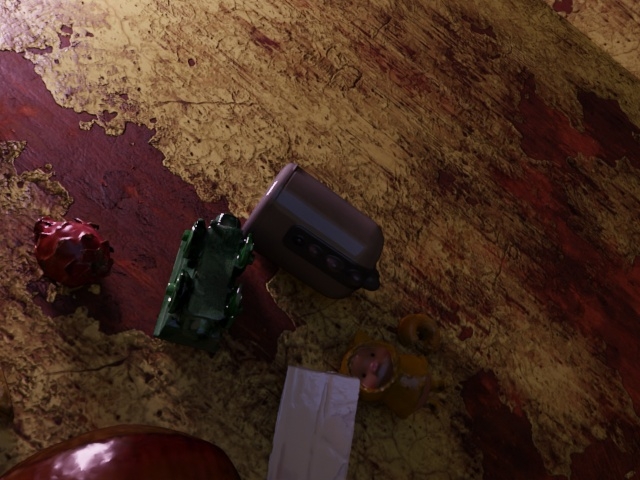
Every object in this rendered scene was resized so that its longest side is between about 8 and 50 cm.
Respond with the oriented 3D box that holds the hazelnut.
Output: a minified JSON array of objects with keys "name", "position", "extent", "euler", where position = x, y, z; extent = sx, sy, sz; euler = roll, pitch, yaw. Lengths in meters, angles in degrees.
[{"name":"hazelnut","position":[-0.283,0.459,0.791],"extent":[0.420,0.353,0.421],"euler":[34,13,-9]}]

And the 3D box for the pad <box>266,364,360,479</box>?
[{"name":"pad","position":[-0.012,0.372,1.117],"extent":[0.156,0.004,0.232],"euler":[9,73,2]}]

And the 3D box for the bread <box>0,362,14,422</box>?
[{"name":"bread","position":[-0.569,0.157,0.943],"extent":[0.264,0.167,0.163],"euler":[38,56,-7]}]

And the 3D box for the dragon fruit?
[{"name":"dragon fruit","position":[-0.476,0.024,1.073],"extent":[0.166,0.136,0.133],"euler":[36,100,2]}]

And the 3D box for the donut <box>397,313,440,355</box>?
[{"name":"donut","position":[0.238,0.217,1.341],"extent":[0.108,0.043,0.097],"euler":[21,59,-18]}]

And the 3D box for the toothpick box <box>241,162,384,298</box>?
[{"name":"toothpick box","position":[0.000,0.000,1.234],"extent":[0.316,0.229,0.229],"euler":[35,57,-5]}]

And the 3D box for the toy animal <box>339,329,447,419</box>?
[{"name":"toy animal","position":[0.154,0.296,1.213],"extent":[0.229,0.156,0.156],"euler":[24,57,0]}]

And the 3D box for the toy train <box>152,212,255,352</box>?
[{"name":"toy train","position":[-0.223,0.079,1.107],"extent":[0.145,0.202,0.266],"euler":[19,60,-15]}]
